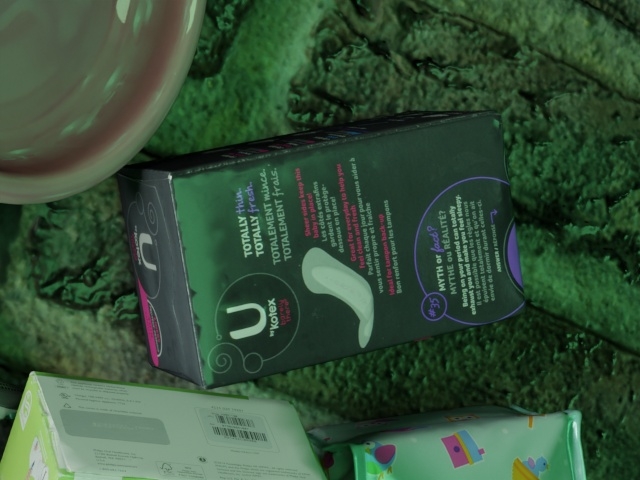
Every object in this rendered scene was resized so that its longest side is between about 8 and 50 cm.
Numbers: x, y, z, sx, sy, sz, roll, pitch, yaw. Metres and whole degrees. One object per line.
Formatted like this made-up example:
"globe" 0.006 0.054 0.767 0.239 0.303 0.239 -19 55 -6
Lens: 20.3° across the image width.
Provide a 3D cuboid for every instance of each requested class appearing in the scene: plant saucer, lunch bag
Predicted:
"plant saucer" -0.214 -0.193 1.230 0.332 0.084 0.332 -15 109 -50
"lunch bag" 0.102 0.273 1.433 0.223 0.160 0.262 -6 92 -24

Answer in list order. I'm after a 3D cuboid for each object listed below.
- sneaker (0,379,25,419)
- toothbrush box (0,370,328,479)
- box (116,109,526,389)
"sneaker" -0.278 0.078 1.296 0.166 0.065 0.076 27 80 -25
"toothbrush box" -0.139 0.249 1.282 0.206 0.122 0.283 8 118 -24
"box" 0.000 0.000 1.366 0.270 0.143 0.165 -12 98 -22
